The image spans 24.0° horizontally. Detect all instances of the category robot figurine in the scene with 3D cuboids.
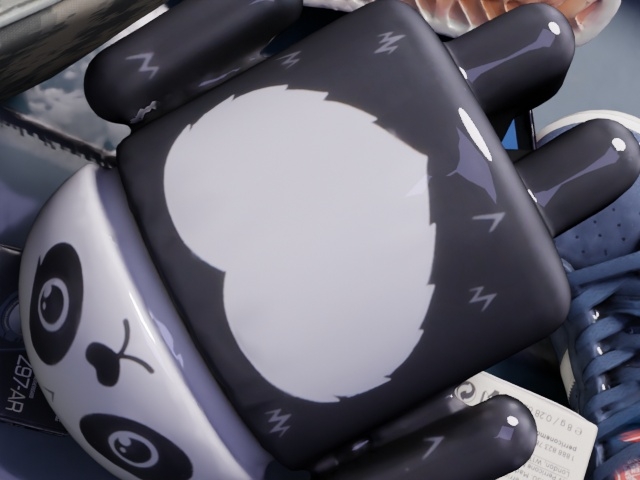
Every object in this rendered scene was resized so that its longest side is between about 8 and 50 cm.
[{"bbox_3d":[0.001,0.002,0.671,0.278,0.209,0.173,-28,136,3],"label":"robot figurine"}]

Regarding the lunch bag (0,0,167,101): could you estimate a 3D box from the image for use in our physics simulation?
[{"bbox_3d":[-0.196,-0.172,0.601,0.212,0.305,0.256,-30,97,-27],"label":"lunch bag"}]

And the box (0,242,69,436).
[{"bbox_3d":[-0.146,0.048,0.735,0.067,0.018,0.083,18,75,-19],"label":"box"}]

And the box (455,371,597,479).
[{"bbox_3d":[0.036,0.202,0.739,0.094,0.113,0.275,25,71,-17],"label":"box"}]

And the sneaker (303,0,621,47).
[{"bbox_3d":[0.014,-0.189,0.805,0.302,0.108,0.121,19,32,-5],"label":"sneaker"}]

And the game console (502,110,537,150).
[{"bbox_3d":[0.043,-0.020,0.790,0.124,0.085,0.144,-4,83,-24],"label":"game console"}]

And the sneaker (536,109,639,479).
[{"bbox_3d":[0.181,0.103,0.780,0.148,0.131,0.350,-23,90,-57],"label":"sneaker"}]
